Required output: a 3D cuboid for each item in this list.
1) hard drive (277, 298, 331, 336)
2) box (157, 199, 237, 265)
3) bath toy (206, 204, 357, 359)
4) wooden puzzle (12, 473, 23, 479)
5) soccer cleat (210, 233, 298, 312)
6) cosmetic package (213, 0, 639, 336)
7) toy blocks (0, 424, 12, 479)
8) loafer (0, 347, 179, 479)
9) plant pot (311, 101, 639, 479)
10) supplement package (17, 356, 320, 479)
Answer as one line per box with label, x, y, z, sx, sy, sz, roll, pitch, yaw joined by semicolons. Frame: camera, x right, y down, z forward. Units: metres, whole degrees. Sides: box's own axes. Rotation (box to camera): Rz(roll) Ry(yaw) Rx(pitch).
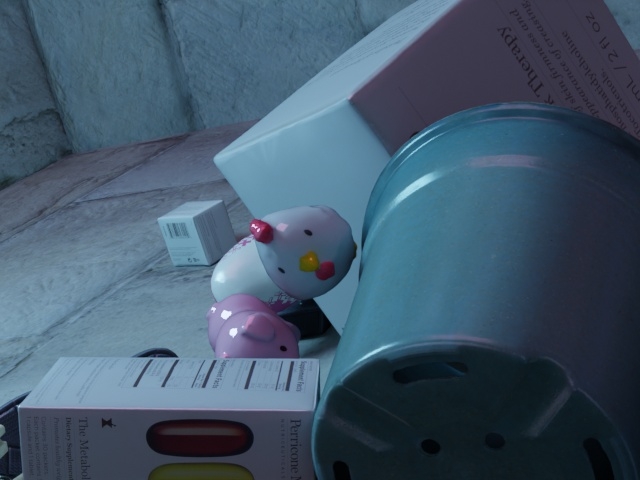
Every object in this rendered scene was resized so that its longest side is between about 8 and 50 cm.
hard drive;-0.036;0.079;1.637;0.172;0.054;0.255;-10;18;17
box;-0.226;-0.014;2.038;0.101;0.102;0.087;-2;23;41
bath toy;-0.082;0.117;1.096;0.151;0.348;0.129;33;6;32
wooden puzzle;-0.295;0.303;1.083;0.221;0.044;0.239;-34;20;5
soccer cleat;0.000;0.000;1.500;0.331;0.116;0.143;-22;-18;-36
cosmetic package;0.159;-0.106;1.341;0.393;0.329;0.327;-43;14;-29
toy blocks;-0.456;0.202;0.923;0.260;0.289;0.309;-1;18;12
loafer;-0.305;0.223;1.371;0.302;0.109;0.095;-21;-3;-40
plant pot;0.159;0.102;0.960;0.341;0.341;0.334;-9;26;23
supplement package;-0.122;0.185;0.964;0.244;0.139;0.134;-1;13;2
